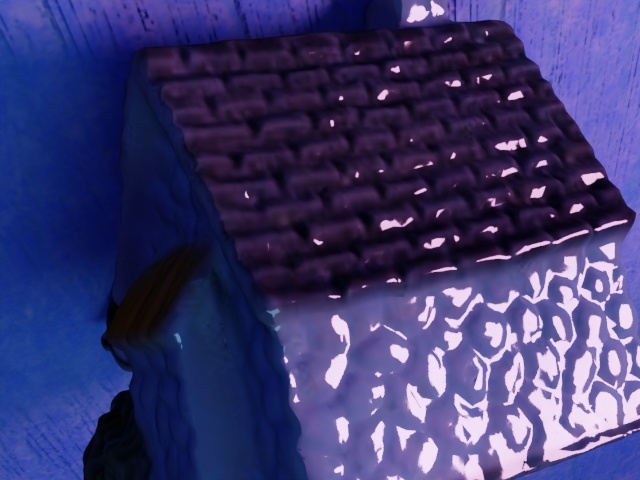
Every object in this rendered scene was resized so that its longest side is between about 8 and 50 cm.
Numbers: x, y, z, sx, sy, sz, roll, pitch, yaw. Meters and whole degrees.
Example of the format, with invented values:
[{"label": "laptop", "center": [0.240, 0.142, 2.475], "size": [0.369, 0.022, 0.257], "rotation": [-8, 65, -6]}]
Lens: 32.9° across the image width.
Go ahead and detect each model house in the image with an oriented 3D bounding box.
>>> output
[{"label": "model house", "center": [0.000, 0.000, 0.757], "size": [0.360, 0.339, 0.297], "rotation": [-11, -177, -31]}]

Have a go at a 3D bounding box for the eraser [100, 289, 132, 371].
[{"label": "eraser", "center": [-0.033, 0.047, 0.981], "size": [0.290, 0.087, 0.171], "rotation": [-1, 135, -39]}]
